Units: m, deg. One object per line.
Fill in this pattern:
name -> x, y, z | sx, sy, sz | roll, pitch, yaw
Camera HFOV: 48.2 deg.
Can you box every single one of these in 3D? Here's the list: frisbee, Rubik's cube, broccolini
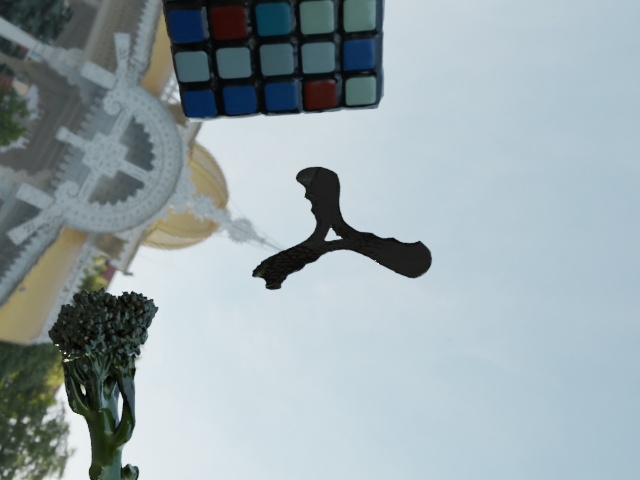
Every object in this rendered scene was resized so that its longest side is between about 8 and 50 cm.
frisbee -> 0.000, 0.000, 0.824 | 0.211, 0.187, 0.012 | 47, -28, 30
Rubik's cube -> -0.043, -0.229, 0.631 | 0.187, 0.184, 0.182 | -100, -173, -50
broccolini -> -0.141, 0.129, 0.448 | 0.067, 0.058, 0.216 | -78, 178, -64
